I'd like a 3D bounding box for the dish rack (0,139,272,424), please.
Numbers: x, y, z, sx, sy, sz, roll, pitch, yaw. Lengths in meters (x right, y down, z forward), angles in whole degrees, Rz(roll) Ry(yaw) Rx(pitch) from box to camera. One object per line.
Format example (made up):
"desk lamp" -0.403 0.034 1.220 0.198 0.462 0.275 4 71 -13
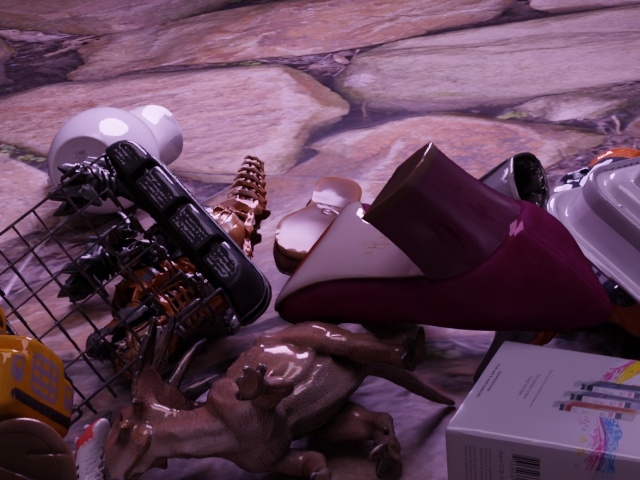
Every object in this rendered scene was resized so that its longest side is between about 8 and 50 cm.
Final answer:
"dish rack" -0.205 0.051 1.129 0.271 0.074 0.208 -39 64 -9

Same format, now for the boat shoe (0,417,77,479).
"boat shoe" -0.311 0.220 0.895 0.302 0.109 0.098 -27 -8 -39

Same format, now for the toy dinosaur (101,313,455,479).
"toy dinosaur" -0.038 0.116 1.042 0.295 0.127 0.200 -14 18 -34

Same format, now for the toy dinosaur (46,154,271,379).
"toy dinosaur" -0.142 0.018 1.288 0.218 0.164 0.322 18 20 17

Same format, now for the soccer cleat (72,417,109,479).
"soccer cleat" -0.175 0.176 0.988 0.035 0.083 0.029 21 -8 27

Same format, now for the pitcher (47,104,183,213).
"pitcher" -0.275 -0.095 1.593 0.177 0.125 0.207 -22 9 14

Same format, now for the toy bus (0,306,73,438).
"toy bus" -0.365 0.108 1.043 0.332 0.108 0.130 -7 64 16

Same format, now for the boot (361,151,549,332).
"boot" 0.120 -0.019 1.232 0.076 0.208 0.190 35 29 -18

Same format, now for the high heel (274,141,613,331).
"high heel" 0.081 0.049 1.077 0.127 0.181 0.377 -53 5 -18

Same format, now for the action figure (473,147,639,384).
"action figure" 0.299 0.019 1.127 0.341 0.179 0.330 -2 33 15

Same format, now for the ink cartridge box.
"ink cartridge box" 0.188 0.160 0.871 0.176 0.128 0.127 8 26 25

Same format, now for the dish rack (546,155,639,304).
"dish rack" 0.366 0.029 1.001 0.285 0.072 0.333 -13 49 -45

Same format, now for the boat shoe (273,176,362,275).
"boat shoe" 0.000 0.000 1.353 0.073 0.073 0.207 18 24 11
